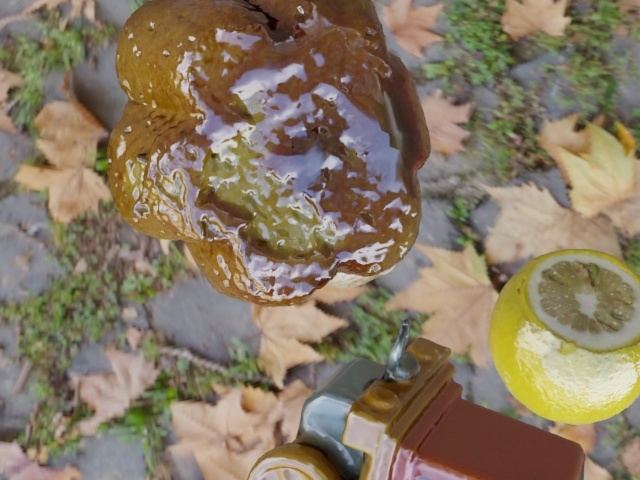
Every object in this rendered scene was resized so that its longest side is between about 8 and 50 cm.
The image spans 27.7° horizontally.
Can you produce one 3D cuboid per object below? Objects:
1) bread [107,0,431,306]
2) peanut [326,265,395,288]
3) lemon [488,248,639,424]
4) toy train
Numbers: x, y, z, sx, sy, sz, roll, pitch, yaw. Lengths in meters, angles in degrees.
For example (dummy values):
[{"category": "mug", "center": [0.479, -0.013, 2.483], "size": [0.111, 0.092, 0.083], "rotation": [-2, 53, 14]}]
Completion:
[{"category": "bread", "center": [-0.033, -0.067, 0.912], "size": [0.232, 0.135, 0.247], "rotation": [-29, 113, -14]}, {"category": "peanut", "center": [0.001, 0.001, 1.666], "size": [0.104, 0.227, 0.085], "rotation": [-60, 147, -12]}, {"category": "lemon", "center": [0.356, 0.148, 1.841], "size": [0.240, 0.240, 0.219], "rotation": [-3, 138, -9]}, {"category": "toy train", "center": [0.064, 0.239, 1.000], "size": [0.231, 0.163, 0.369], "rotation": [18, 112, 20]}]
